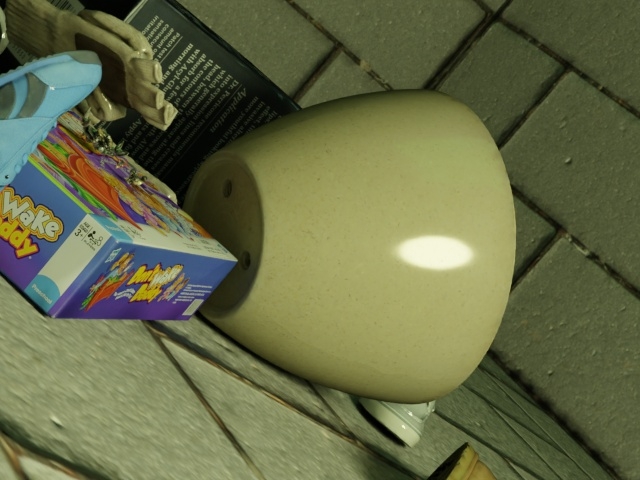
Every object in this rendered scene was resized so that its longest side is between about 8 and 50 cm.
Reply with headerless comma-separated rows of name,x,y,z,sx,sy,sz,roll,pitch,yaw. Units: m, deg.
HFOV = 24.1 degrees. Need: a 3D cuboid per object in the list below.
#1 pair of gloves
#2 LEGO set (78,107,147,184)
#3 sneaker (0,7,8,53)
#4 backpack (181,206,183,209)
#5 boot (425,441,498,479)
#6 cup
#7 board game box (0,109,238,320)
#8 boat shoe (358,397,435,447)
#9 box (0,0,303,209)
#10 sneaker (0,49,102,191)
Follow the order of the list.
pair of gloves,-0.214,-0.126,1.451,0.204,0.042,0.240,27,-42,27
LEGO set,-0.186,-0.077,1.307,0.083,0.023,0.054,58,15,28
sneaker,-0.440,-0.258,1.436,0.296,0.104,0.147,34,8,-10
backpack,-0.102,-0.001,1.703,0.098,0.101,0.120,27,17,-42
boot,0.210,0.309,1.413,0.269,0.089,0.236,43,6,9
cup,0.000,0.000,1.505,0.237,0.331,0.331,4,28,-35
board game box,-0.219,-0.037,1.256,0.233,0.078,0.347,41,5,10
boat shoe,0.098,0.176,1.742,0.079,0.081,0.227,40,5,-3
box,-0.200,-0.173,1.810,0.395,0.212,0.293,37,6,-45
sneaker,-0.229,-0.069,1.045,0.069,0.209,0.082,-29,-88,51
